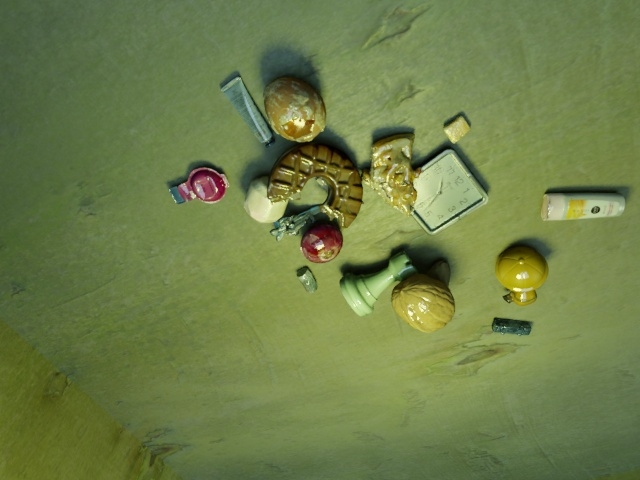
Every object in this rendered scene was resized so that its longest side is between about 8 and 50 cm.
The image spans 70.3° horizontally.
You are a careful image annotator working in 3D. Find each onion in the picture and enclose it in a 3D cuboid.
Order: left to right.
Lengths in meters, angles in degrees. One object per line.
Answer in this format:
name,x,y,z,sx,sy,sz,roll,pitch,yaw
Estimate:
onion,0.005,0.007,1.799,0.177,0.154,0.177,-6,159,-2

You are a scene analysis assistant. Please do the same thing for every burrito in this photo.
burrito,0.044,-0.200,1.731,0.149,0.041,0.055,37,133,-21

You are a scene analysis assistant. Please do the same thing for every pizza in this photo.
pizza,0.269,-0.226,1.620,0.189,0.071,0.297,-6,102,-5

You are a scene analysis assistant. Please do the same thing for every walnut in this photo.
walnut,0.397,0.240,1.759,0.261,0.225,0.225,32,120,-32

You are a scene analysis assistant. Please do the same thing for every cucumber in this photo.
cucumber,-0.055,0.174,1.967,0.064,0.064,0.112,-22,120,17

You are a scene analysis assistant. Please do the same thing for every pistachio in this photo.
pistachio,0.488,0.169,1.890,0.126,0.108,0.186,-10,123,-28

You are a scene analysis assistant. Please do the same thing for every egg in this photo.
egg,-0.086,-0.436,1.508,0.195,0.195,0.233,-35,115,23

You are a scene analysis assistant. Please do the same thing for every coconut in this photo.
coconut,-0.211,-0.146,1.720,0.170,0.171,0.183,25,120,-11

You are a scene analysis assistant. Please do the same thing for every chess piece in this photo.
chess piece,0.247,0.166,1.874,0.299,0.195,0.195,-32,115,12

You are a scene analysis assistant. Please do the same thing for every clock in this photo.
clock,0.445,-0.177,1.706,0.279,0.049,0.273,-35,112,23

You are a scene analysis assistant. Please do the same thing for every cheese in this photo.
cheese,-0.469,-0.203,1.761,0.244,0.062,0.155,-15,119,15

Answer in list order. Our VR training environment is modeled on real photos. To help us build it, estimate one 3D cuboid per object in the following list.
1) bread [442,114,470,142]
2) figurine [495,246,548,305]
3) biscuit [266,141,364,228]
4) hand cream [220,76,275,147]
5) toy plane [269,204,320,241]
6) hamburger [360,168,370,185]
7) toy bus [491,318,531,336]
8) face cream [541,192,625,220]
bread,0.475,-0.389,1.581,0.083,0.035,0.070,-40,112,18
figurine,0.810,0.149,1.815,0.192,0.167,0.257,-25,120,3
biscuit,-0.002,-0.211,1.626,0.366,0.115,0.268,16,95,-24
hand cream,-0.245,-0.443,1.597,0.088,0.055,0.256,-24,115,27
toy plane,-0.079,-0.076,1.789,0.246,0.078,0.169,-21,160,2
hamburger,0.186,-0.230,1.681,0.083,0.076,0.044,22,121,-24
toy bus,0.845,0.385,2.017,0.165,0.065,0.047,6,123,-1
face cream,0.965,-0.127,1.683,0.269,0.073,0.107,-1,114,7
